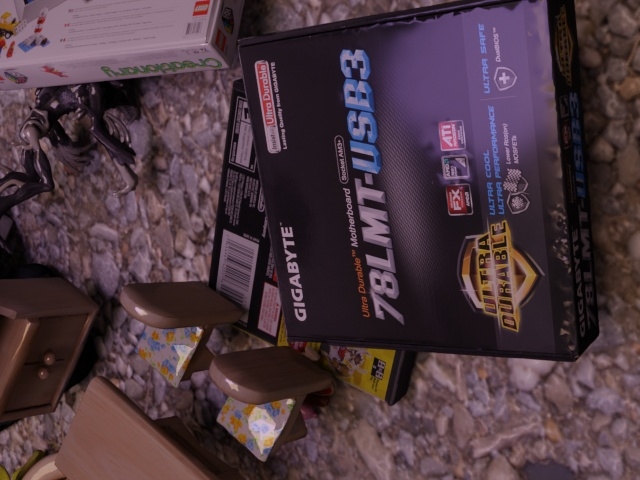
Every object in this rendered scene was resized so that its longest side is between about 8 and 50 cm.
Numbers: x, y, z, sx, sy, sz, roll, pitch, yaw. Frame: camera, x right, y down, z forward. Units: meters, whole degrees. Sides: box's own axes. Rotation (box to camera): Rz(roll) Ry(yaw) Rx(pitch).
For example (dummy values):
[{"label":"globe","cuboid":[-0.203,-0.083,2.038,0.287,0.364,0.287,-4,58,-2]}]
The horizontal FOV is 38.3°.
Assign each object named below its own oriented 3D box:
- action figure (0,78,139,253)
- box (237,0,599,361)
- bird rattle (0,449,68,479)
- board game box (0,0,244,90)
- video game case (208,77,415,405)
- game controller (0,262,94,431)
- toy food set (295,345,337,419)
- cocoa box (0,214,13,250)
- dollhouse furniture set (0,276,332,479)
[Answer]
[{"label":"action figure","cuboid":[-0.290,-0.115,1.066,0.276,0.141,0.164,-45,37,-12]},{"label":"box","cuboid":[0.080,-0.050,0.804,0.293,0.073,0.296,0,103,33]},{"label":"bird rattle","cuboid":[-0.318,0.364,1.150,0.207,0.143,0.253,-44,77,10]},{"label":"board game box","cuboid":[-0.220,-0.267,0.995,0.305,0.053,0.193,0,68,25]},{"label":"video game case","cuboid":[0.000,0.000,0.941,0.248,0.035,0.275,23,118,26]},{"label":"game controller","cuboid":[-0.433,0.161,1.234,0.319,0.067,0.166,-32,94,30]},{"label":"toy food set","cuboid":[-0.021,0.158,0.993,0.078,0.019,0.122,51,134,-5]},{"label":"cocoa box","cuboid":[-0.593,0.077,1.143,0.231,0.228,0.347,38,112,-24]},{"label":"dollhouse furniture set","cuboid":[-0.262,0.204,0.944,0.394,0.256,0.362,34,107,27]}]
